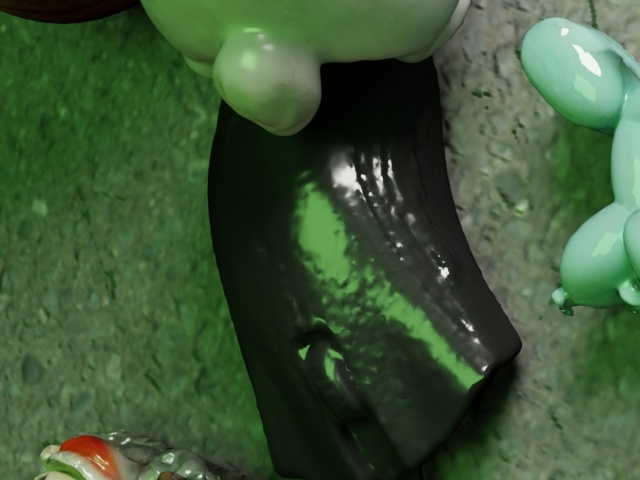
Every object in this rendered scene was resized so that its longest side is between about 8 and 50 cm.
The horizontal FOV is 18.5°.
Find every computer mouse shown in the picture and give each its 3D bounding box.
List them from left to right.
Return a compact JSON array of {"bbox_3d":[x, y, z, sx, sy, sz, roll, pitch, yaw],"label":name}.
[{"bbox_3d":[0.000,0.000,0.931,0.147,0.088,0.264,-31,68,34],"label":"computer mouse"}]

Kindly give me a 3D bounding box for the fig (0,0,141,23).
[{"bbox_3d":[-0.109,-0.179,1.005,0.207,0.175,0.175,36,108,7],"label":"fig"}]

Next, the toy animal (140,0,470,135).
[{"bbox_3d":[0.018,-0.218,0.882,0.208,0.154,0.325,36,93,22],"label":"toy animal"}]

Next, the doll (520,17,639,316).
[{"bbox_3d":[0.149,-0.038,0.828,0.159,0.059,0.159,-36,63,28],"label":"doll"}]

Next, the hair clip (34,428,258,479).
[{"bbox_3d":[-0.042,0.165,0.910,0.321,0.091,0.138,14,63,37],"label":"hair clip"}]
